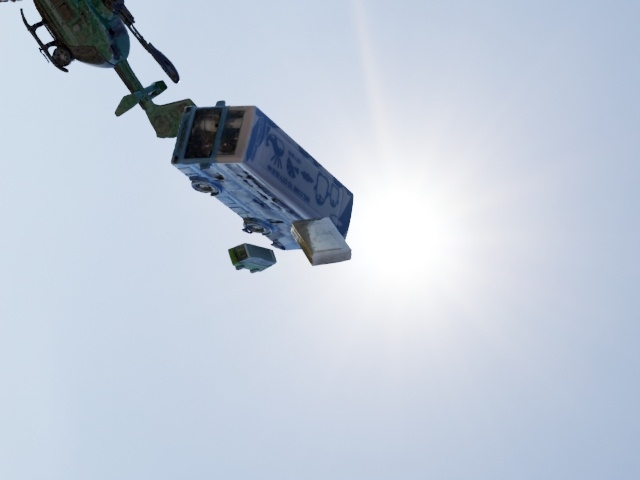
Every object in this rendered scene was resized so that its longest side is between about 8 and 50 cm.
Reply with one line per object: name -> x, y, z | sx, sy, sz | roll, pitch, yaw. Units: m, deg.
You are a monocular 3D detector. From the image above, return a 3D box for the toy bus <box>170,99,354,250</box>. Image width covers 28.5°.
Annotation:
toy bus -> -0.077, -0.085, 1.785 | 0.131, 0.297, 0.106 | -2, -115, 31

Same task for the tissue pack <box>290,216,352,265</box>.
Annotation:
tissue pack -> 0.000, 0.000, 1.658 | 0.108, 0.056, 0.023 | -126, -149, -60

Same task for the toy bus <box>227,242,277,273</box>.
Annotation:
toy bus -> -0.098, 0.024, 1.779 | 0.037, 0.083, 0.031 | -24, -107, 21

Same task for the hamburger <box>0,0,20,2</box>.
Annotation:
hamburger -> -0.458, -0.483, 1.680 | 0.330, 0.250, 0.330 | -10, -117, 21

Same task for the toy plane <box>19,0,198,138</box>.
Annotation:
toy plane -> -0.345, -0.317, 1.996 | 0.155, 0.106, 0.381 | -31, -85, 33
